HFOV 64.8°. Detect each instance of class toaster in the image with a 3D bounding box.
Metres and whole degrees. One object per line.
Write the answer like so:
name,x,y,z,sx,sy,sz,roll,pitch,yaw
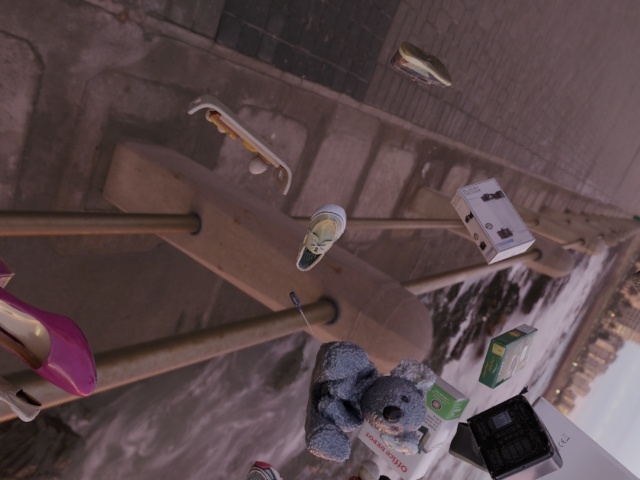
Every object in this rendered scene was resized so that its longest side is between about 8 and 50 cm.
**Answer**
toaster,0.475,0.482,1.224,0.185,0.168,0.110,-33,130,14

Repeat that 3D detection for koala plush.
koala plush,0.093,0.288,0.919,0.203,0.221,0.196,133,-32,-84

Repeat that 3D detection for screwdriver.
screwdriver,-0.064,0.252,1.731,0.025,0.024,0.170,-28,100,-30

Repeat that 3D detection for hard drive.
hard drive,0.656,0.624,1.328,0.233,0.353,0.047,-46,162,-8

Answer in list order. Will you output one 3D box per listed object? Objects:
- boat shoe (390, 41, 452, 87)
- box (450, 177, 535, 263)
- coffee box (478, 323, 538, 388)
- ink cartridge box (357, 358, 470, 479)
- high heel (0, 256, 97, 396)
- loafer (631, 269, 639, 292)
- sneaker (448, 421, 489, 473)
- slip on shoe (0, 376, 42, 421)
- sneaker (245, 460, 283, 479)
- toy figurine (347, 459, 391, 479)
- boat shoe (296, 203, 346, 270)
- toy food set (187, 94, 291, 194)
boat shoe,0.287,-0.489,1.438,0.223,0.080,0.073,13,148,-40
box,0.624,-0.076,1.846,0.169,0.290,0.087,-16,153,-15
coffee box,0.437,0.264,1.170,0.184,0.040,0.113,-8,115,-46
ink cartridge box,0.210,0.408,1.157,0.092,0.160,0.220,19,101,-54
high heel,-0.581,0.166,0.913,0.127,0.377,0.181,-54,169,15
loafer,0.706,0.079,0.903,0.087,0.251,0.094,-61,139,-24
sneaker,0.559,0.712,1.719,0.083,0.221,0.118,19,87,-68
slip on shoe,-0.663,0.331,1.089,0.041,0.135,0.051,-46,179,4
sneaker,-0.166,0.711,1.260,0.112,0.120,0.299,18,79,-58
toy figurine,0.159,0.692,1.290,0.148,0.209,0.213,-43,133,-15
boat shoe,0.000,0.000,1.566,0.302,0.109,0.094,119,-10,-55
toy food set,-0.210,-0.250,1.304,0.306,0.220,0.092,38,99,-22
